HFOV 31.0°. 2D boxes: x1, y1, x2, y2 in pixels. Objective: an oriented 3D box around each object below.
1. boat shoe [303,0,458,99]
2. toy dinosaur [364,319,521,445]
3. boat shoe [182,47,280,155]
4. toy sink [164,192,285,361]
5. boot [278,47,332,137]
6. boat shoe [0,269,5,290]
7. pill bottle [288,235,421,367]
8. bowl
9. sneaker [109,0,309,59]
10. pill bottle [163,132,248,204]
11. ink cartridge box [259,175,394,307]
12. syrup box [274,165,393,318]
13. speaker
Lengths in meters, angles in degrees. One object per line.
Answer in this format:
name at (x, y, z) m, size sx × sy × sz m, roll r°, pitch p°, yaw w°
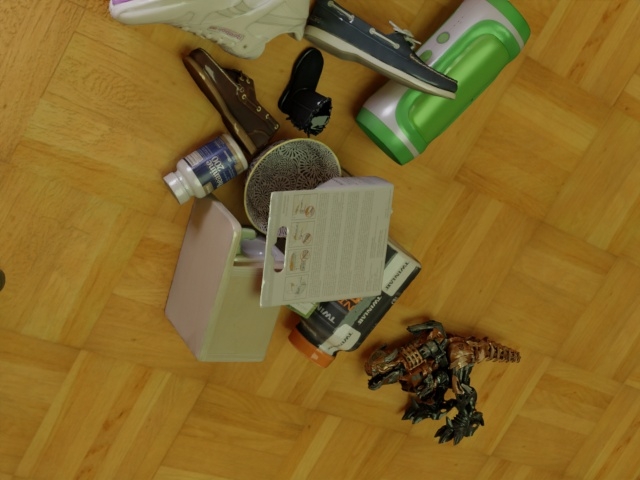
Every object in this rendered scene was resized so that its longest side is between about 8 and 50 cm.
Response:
boat shoe at (0.099, -0.290, 1.745) m, size 0.254 × 0.095 × 0.079 m, roll 25°, pitch 89°, yaw 3°
toy dinosaur at (0.238, 0.252, 2.170) m, size 0.322 × 0.164 × 0.218 m, roll -3°, pitch 103°, yaw -6°
boat shoe at (-0.130, -0.218, 1.720) m, size 0.073 × 0.073 × 0.207 m, roll -41°, pitch 137°, yaw -6°
toy sink at (-0.137, 0.054, 1.821) m, size 0.131 × 0.153 × 0.234 m, roll 3°, pitch 114°, yaw -32°
boot at (-0.013, -0.225, 1.763) m, size 0.045 × 0.099 × 0.121 m, roll 19°, pitch 106°, yaw -38°
boat shoe at (-0.532, 0.053, 1.662) m, size 0.153 × 0.048 × 0.056 m, roll -2°, pitch 106°, yaw -37°
pill bottle at (0.051, 0.099, 1.971) m, size 0.130 × 0.130 × 0.246 m, roll 33°, pitch 97°, yaw -39°
bowl at (-0.059, -0.097, 1.824) m, size 0.170 × 0.080 × 0.170 m, roll -14°, pitch 123°, yaw -23°
sneaker at (-0.144, -0.316, 1.622) m, size 0.305 × 0.114 × 0.152 m, roll -13°, pitch 121°, yaw -24°
pill bottle at (-0.176, -0.107, 1.757) m, size 0.120 × 0.067 × 0.067 m, roll -34°, pitch 129°, yaw -10°
ink cartridge box at (0.002, 0.000, 1.788) m, size 0.232 × 0.066 × 0.189 m, roll -3°, pitch 108°, yaw -30°
syrup box at (0.000, 0.000, 1.904) m, size 0.093 × 0.096 × 0.237 m, roll 36°, pitch 93°, yaw -40°
speaker at (0.196, -0.262, 1.850) m, size 0.296 × 0.131 × 0.131 m, roll -45°, pitch 130°, yaw 0°
